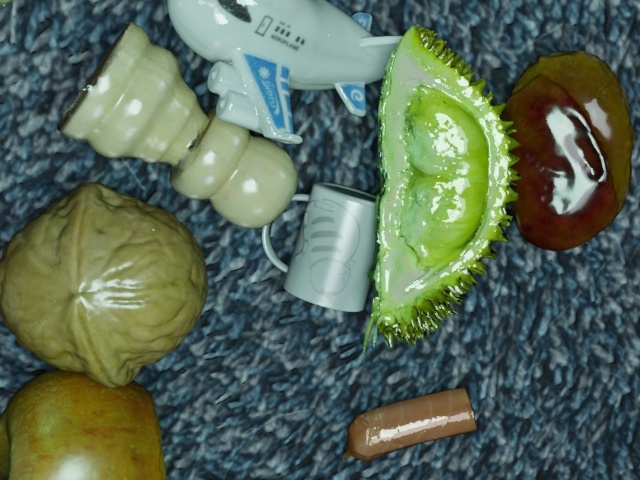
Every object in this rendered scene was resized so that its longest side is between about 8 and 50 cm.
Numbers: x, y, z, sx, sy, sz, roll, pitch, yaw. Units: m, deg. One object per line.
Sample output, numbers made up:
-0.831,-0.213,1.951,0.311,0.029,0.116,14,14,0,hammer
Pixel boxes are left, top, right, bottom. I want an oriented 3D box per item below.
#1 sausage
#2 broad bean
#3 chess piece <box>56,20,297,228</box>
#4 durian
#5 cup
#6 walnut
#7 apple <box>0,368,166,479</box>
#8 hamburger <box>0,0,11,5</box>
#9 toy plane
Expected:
0.105,0.231,1.188,0.169,0.065,0.065,-14,103,-3,sausage
0.283,-0.103,1.108,0.156,0.122,0.229,-1,97,19,broad bean
-0.144,-0.107,1.054,0.261,0.143,0.143,35,96,-19,chess piece
0.119,-0.054,1.063,0.169,0.158,0.352,2,100,-20,durian
0.003,0.003,1.104,0.136,0.099,0.133,15,101,-11,cup
-0.232,0.046,1.022,0.228,0.228,0.228,-1,102,-7,walnut
-0.264,0.264,1.073,0.207,0.237,0.237,13,101,-32,apple
-0.365,-0.304,0.980,0.081,0.126,0.141,-40,109,-7,hamburger
-0.036,-0.225,1.023,0.266,0.122,0.267,9,72,-28,toy plane
